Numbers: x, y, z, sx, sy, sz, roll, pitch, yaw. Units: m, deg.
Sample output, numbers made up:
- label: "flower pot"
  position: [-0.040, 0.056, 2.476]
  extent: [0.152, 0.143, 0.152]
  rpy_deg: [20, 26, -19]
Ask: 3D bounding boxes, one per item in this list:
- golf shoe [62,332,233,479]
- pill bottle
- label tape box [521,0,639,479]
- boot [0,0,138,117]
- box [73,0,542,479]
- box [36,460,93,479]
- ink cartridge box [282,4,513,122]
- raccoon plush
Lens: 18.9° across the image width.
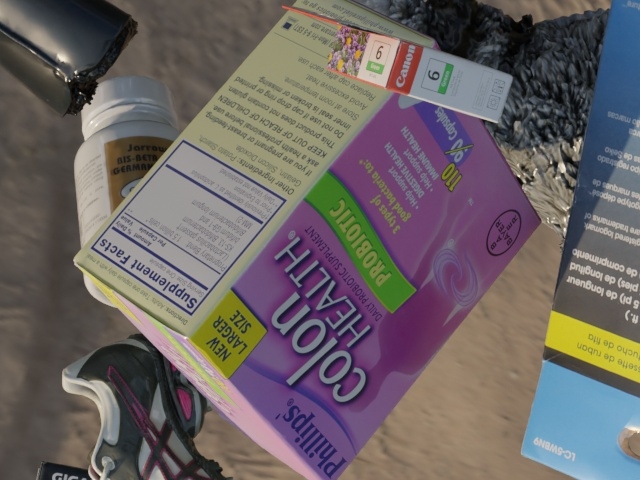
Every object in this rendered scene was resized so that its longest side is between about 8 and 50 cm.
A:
- label: "golf shoe"
  position: [-0.137, 0.213, 1.656]
  extent: [0.120, 0.105, 0.273]
  rpy_deg: [-12, 70, -19]
- label: "pill bottle"
  position: [-0.192, -0.054, 2.024]
  extent: [0.131, 0.131, 0.229]
  rpy_deg: [-20, 56, 16]
- label: "label tape box"
  position: [0.282, 0.017, 1.242]
  extent: [0.241, 0.106, 0.333]
  rpy_deg: [22, 109, 38]
- label: "boot"
  position: [-0.247, -0.244, 1.696]
  extent: [0.207, 0.094, 0.246]
  rpy_deg: [32, 127, -2]
- label: "box"
  position: [0.000, 0.000, 1.257]
  extent: [0.117, 0.213, 0.243]
  rpy_deg: [31, 76, 39]
- label: "box"
  position: [-0.165, 0.262, 1.882]
  extent: [0.220, 0.175, 0.051]
  rpy_deg: [11, 82, -1]
- label: "ink cartridge box"
  position: [0.037, -0.093, 1.016]
  extent: [0.063, 0.115, 0.029]
  rpy_deg: [27, 102, 57]
- label: "raccoon plush"
  position: [0.194, -0.024, 1.628]
  extent: [0.446, 0.216, 0.299]
  rpy_deg: [1, 68, -17]
